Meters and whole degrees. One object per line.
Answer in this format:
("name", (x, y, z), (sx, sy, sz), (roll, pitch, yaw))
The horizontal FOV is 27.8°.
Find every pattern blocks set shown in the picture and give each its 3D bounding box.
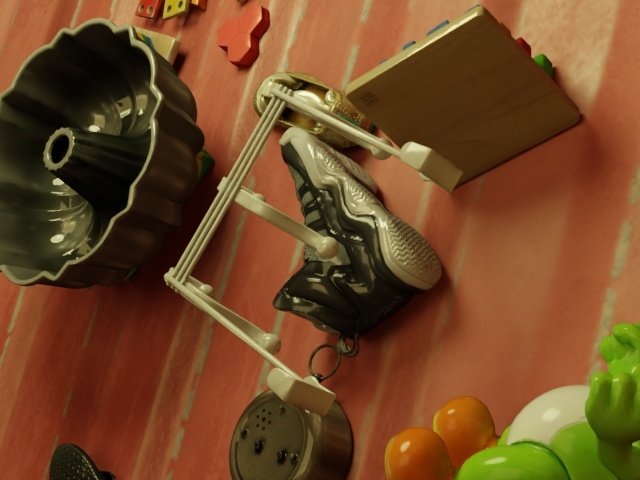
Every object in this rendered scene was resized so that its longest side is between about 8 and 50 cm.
("pattern blocks set", (-0.080, -0.399, 1.653), (0.285, 0.026, 0.325), (-46, 45, 18))

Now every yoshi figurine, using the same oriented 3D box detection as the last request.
("yoshi figurine", (0.232, 0.122, 0.987), (0.362, 0.203, 0.203), (-16, 50, 29))

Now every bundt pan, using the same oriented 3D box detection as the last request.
("bundt pan", (-0.264, -0.089, 1.535), (0.331, 0.124, 0.331), (-17, 63, 36))

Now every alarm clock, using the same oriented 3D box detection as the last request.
("alarm clock", (-0.027, 0.192, 1.300), (0.129, 0.064, 0.192), (15, 79, 47))

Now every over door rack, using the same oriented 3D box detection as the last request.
("over door rack", (-0.007, 0.003, 1.187), (0.239, 0.108, 0.324), (-61, 31, 3))

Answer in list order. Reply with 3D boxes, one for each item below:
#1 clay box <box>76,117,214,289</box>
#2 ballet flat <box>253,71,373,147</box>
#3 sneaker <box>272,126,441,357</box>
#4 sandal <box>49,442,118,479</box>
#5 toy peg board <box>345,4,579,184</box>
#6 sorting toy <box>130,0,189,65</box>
("clay box", (-0.238, -0.051, 1.620), (0.222, 0.053, 0.127), (-54, 46, 12))
("ballet flat", (-0.024, -0.158, 1.454), (0.206, 0.067, 0.073), (21, 87, 47))
("sneaker", (0.000, 0.000, 1.329), (0.153, 0.101, 0.268), (-50, 47, 11))
("sandal", (-0.249, 0.298, 1.484), (0.179, 0.040, 0.067), (34, 102, 32))
("toy peg board", (0.136, -0.153, 1.242), (0.161, 0.160, 0.079), (-28, 38, 32))
("sorting toy", (-0.255, -0.228, 1.710), (0.132, 0.046, 0.274), (24, 92, 49))
